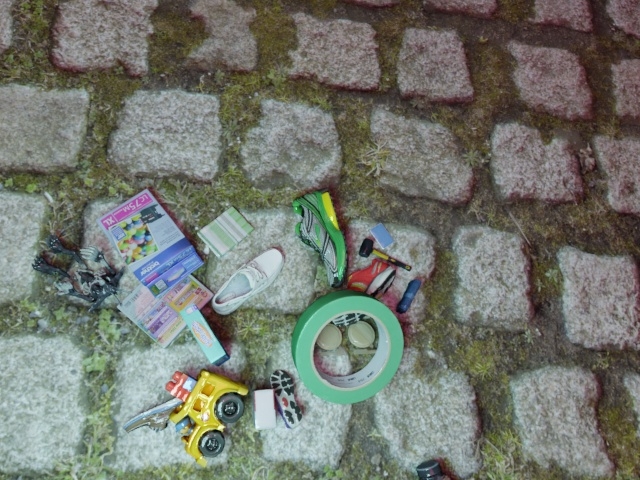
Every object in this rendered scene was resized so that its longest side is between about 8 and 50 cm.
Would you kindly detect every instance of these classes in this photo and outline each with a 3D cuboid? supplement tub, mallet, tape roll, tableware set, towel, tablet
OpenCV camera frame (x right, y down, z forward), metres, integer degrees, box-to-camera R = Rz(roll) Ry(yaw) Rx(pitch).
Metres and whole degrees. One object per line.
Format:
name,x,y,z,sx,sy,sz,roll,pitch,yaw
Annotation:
supplement tub,0.334,0.730,1.195,0.106,0.106,0.198,-13,74,-13
mallet,0.216,0.065,1.441,0.189,0.039,0.062,33,70,-1
tape roll,0.079,0.306,1.240,0.321,0.077,0.321,-2,99,-14
tableware set,0.073,0.300,1.336,0.194,0.039,0.128,0,57,-14
towel,-0.310,-0.028,1.402,0.152,0.023,0.113,-41,84,-21
towel,0.286,0.181,1.393,0.029,0.067,0.119,33,70,1
tablet,0.213,-0.016,1.481,0.054,0.006,0.083,-32,80,-17

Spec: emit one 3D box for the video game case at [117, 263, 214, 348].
video game case,-0.468,0.185,1.303,0.193,0.023,0.212,39,70,6

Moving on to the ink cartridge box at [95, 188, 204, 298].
ink cartridge box,-0.525,0.004,1.321,0.186,0.065,0.311,-37,76,-17

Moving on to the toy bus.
toy bus,-0.329,0.452,1.146,0.211,0.149,0.220,32,71,-12

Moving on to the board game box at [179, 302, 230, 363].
board game box,-0.318,0.270,1.198,0.047,0.210,0.160,-32,78,-17

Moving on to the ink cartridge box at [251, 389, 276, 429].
ink cartridge box,-0.159,0.468,1.195,0.056,0.135,0.099,-2,72,-12

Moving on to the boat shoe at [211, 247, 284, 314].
boat shoe,-0.217,0.120,1.323,0.098,0.096,0.277,43,71,8

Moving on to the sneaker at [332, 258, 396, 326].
sneaker,0.120,0.163,1.365,0.118,0.107,0.279,33,57,32

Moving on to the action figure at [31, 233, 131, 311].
action figure,-0.692,0.096,1.238,0.275,0.141,0.164,26,68,5

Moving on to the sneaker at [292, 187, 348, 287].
sneaker,0.000,0.000,1.393,0.146,0.134,0.344,-15,65,-6

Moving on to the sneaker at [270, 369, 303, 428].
sneaker,-0.110,0.464,1.244,0.068,0.071,0.170,-1,55,-31

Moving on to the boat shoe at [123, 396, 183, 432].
boat shoe,-0.445,0.491,1.181,0.183,0.066,0.066,-23,78,-15
